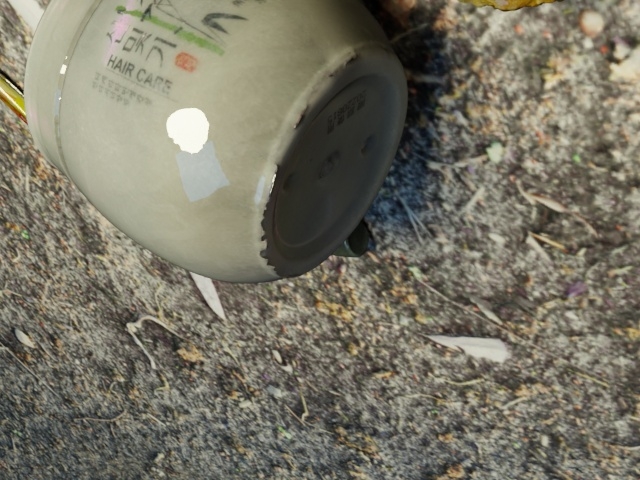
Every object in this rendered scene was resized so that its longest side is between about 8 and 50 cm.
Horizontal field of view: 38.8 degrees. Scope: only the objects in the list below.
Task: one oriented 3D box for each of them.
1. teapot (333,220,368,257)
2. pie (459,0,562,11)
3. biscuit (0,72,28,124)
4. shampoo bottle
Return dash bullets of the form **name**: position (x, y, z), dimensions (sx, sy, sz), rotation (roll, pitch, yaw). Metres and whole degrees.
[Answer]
- **teapot**: position (0.000, 0.000, 1.023), dimensions (0.111, 0.042, 0.042), rotation (-4, 127, 41)
- **pie**: position (0.124, -0.271, 0.554), dimensions (0.315, 0.092, 0.315), rotation (5, 139, 5)
- **biscuit**: position (-0.437, -0.229, 1.116), dimensions (0.292, 0.026, 0.048), rotation (43, 160, -10)
- **shampoo bottle**: position (-0.088, -0.114, 0.784), dimensions (0.266, 0.273, 0.273), rotation (27, 141, 22)
